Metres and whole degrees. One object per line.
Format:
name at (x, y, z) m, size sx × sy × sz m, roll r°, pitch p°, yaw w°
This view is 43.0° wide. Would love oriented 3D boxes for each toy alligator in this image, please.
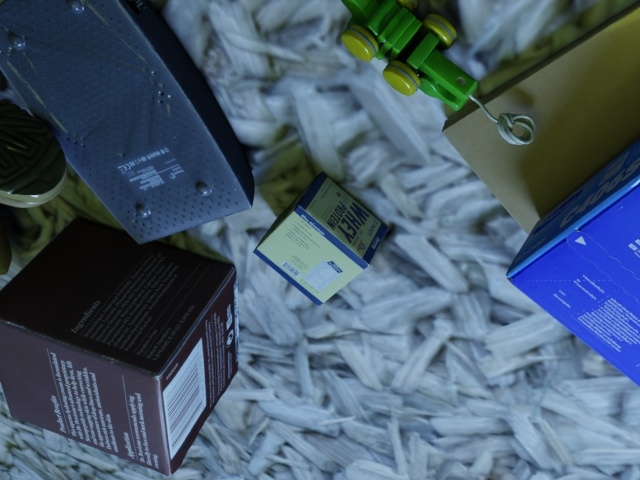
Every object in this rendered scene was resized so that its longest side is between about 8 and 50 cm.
toy alligator at (0.076, -0.130, 0.603) m, size 0.190 × 0.056 × 0.051 m, roll 39°, pitch 174°, yaw -4°

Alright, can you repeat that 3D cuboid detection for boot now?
boot at (-0.353, -0.043, 0.841) m, size 0.236 × 0.089 × 0.269 m, roll 31°, pitch 147°, yaw 9°

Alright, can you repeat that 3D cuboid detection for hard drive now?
hard drive at (-0.177, -0.122, 0.734) m, size 0.172 × 0.054 × 0.254 m, roll -16°, pitch 118°, yaw 35°

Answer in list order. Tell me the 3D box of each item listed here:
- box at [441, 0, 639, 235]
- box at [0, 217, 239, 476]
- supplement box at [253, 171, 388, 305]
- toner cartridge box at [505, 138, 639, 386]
box at (0.216, -0.073, 0.601) m, size 0.164 × 0.021 × 0.201 m, roll 47°, pitch 132°, yaw -14°
box at (-0.212, 0.109, 0.864) m, size 0.203 × 0.167 × 0.168 m, roll 17°, pitch 133°, yaw 14°
supplement box at (0.000, 0.000, 0.744) m, size 0.083 × 0.056 × 0.083 m, roll 40°, pitch 133°, yaw -8°
toner cartridge box at (0.318, 0.079, 0.564) m, size 0.348 × 0.075 × 0.165 m, roll 39°, pitch 145°, yaw 0°
